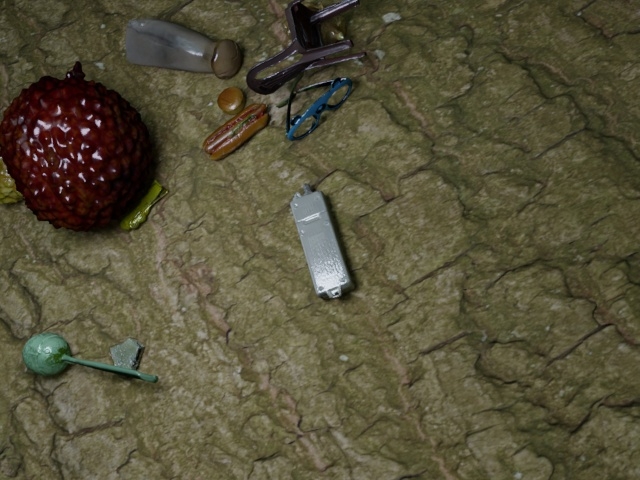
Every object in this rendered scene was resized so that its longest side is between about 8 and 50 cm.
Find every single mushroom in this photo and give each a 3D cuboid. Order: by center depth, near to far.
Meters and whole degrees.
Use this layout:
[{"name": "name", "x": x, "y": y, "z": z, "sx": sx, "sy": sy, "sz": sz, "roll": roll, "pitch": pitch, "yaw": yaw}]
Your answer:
[{"name": "mushroom", "x": -0.439, "y": -0.599, "z": 1.988, "sx": 0.407, "sy": 0.154, "sz": 0.137, "roll": 14, "pitch": 36, "yaw": 20}]

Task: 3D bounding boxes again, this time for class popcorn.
[{"name": "popcorn", "x": -0.988, "y": -0.248, "z": 2.020, "sx": 0.233, "sy": 0.192, "sz": 0.266, "roll": 0, "pitch": 83, "yaw": 15}]

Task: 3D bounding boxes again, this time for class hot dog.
[{"name": "hot dog", "x": -0.243, "y": -0.323, "z": 1.874, "sx": 0.236, "sy": 0.062, "sz": 0.092, "roll": -40, "pitch": 61, "yaw": 1}]

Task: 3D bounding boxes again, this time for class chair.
[{"name": "chair", "x": -0.054, "y": -0.539, "z": 1.744, "sx": 0.326, "sy": 0.175, "sz": 0.183, "roll": -14, "pitch": 83, "yaw": 24}]

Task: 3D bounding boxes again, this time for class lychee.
[{"name": "lychee", "x": -0.687, "y": -0.270, "z": 1.809, "sx": 0.424, "sy": 0.424, "sz": 0.500, "roll": -13, "pitch": 72, "yaw": 14}]

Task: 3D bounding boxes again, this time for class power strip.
[{"name": "power strip", "x": 0.000, "y": 0.000, "z": 1.686, "sx": 0.098, "sy": 0.058, "sz": 0.338, "roll": -21, "pitch": 67, "yaw": 11}]

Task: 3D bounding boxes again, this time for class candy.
[{"name": "candy", "x": -0.620, "y": 0.335, "z": 1.738, "sx": 0.440, "sy": 0.119, "sz": 0.119, "roll": 7, "pitch": 74, "yaw": 22}]

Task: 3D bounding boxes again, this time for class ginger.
[{"name": "ginger", "x": -0.012, "y": -0.619, "z": 1.880, "sx": 0.216, "sy": 0.102, "sz": 0.157, "roll": 32, "pitch": 60, "yaw": 28}]

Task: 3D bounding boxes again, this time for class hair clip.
[{"name": "hair clip", "x": -0.526, "y": -0.100, "z": 1.899, "sx": 0.072, "sy": 0.046, "sz": 0.173, "roll": 35, "pitch": 84, "yaw": 35}]

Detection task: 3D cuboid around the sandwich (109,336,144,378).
[{"name": "sandwich", "x": -0.524, "y": 0.321, "z": 1.758, "sx": 0.093, "sy": 0.036, "sz": 0.105, "roll": -23, "pitch": 66, "yaw": 10}]

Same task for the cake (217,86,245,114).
[{"name": "cake", "x": -0.266, "y": -0.418, "z": 1.924, "sx": 0.084, "sy": 0.044, "sz": 0.084, "roll": -5, "pitch": 72, "yaw": 17}]

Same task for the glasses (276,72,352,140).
[{"name": "glasses", "x": -0.027, "y": -0.397, "z": 1.833, "sx": 0.239, "sy": 0.102, "sz": 0.207, "roll": -41, "pitch": 37, "yaw": 3}]
